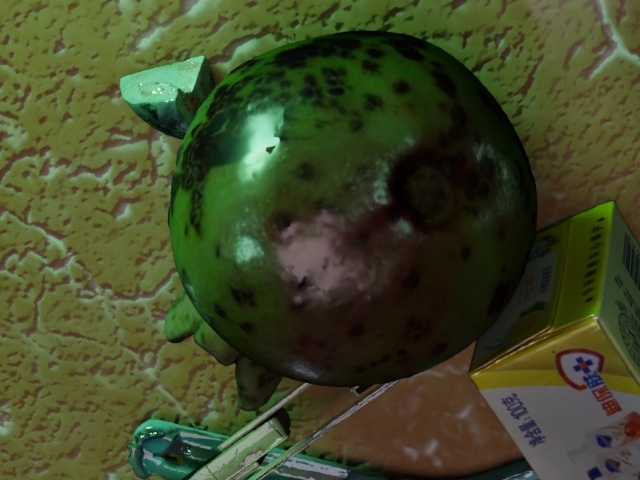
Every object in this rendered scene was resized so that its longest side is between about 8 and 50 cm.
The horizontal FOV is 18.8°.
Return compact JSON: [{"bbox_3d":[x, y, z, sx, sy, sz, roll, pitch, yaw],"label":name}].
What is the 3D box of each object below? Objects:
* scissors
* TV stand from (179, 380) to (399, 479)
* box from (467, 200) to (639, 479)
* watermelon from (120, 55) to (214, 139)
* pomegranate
[{"bbox_3d":[0.045,0.209,1.446,0.393,0.032,0.180,17,110,2],"label":"scissors"},{"bbox_3d":[-0.025,0.133,1.396,0.249,0.036,0.042,-37,97,13],"label":"TV stand"},{"bbox_3d":[0.214,0.128,1.306,0.097,0.168,0.265,-27,110,24],"label":"box"},{"bbox_3d":[-0.093,-0.100,1.309,0.085,0.085,0.061,25,83,-3],"label":"watermelon"},{"bbox_3d":[0.017,-0.005,1.267,0.242,0.242,0.306,18,158,1],"label":"pomegranate"}]
